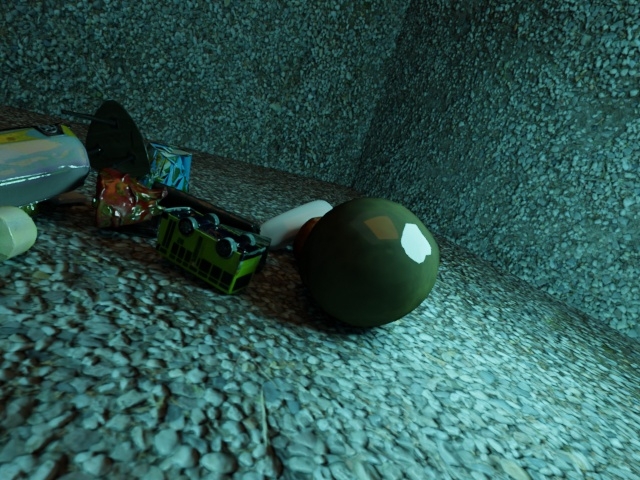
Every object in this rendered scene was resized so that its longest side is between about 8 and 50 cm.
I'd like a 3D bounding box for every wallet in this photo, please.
[{"bbox_3d":[-0.599,-0.090,1.383,0.172,0.045,0.318,9,19,-17],"label":"wallet"},{"bbox_3d":[-0.370,-0.081,1.433,0.377,0.051,0.197,23,-19,7],"label":"wallet"},{"bbox_3d":[-0.847,-0.152,1.351,0.182,0.032,0.124,19,15,11],"label":"wallet"}]

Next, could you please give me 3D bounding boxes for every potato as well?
[{"bbox_3d":[-0.825,-0.116,1.187,0.103,0.067,0.096,15,18,-17],"label":"potato"}]

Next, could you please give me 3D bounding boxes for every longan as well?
[{"bbox_3d":[0.122,0.053,1.161,0.404,0.336,0.404,-19,19,7],"label":"longan"}]

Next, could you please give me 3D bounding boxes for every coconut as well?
[{"bbox_3d":[-0.672,-0.011,0.885,0.116,0.116,0.122,17,11,-3],"label":"coconut"}]

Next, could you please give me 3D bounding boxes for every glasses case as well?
[{"bbox_3d":[-0.085,-0.058,1.548,0.296,0.075,0.113,-25,57,-18],"label":"glasses case"}]

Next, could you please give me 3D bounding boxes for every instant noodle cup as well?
[{"bbox_3d":[-0.667,-0.313,1.854,0.240,0.178,0.240,16,16,-5],"label":"instant noodle cup"}]

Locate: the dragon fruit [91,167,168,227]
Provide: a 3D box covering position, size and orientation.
[{"bbox_3d":[-0.562,-0.140,1.282,0.211,0.134,0.262,6,22,-29],"label":"dragon fruit"}]

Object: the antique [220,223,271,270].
[{"bbox_3d":[-0.251,0.017,1.317,0.182,0.086,0.088,16,14,-5],"label":"antique"}]

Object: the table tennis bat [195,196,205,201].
[{"bbox_3d":[-0.512,-0.107,1.624,0.107,0.119,0.170,-6,-19,27],"label":"table tennis bat"}]

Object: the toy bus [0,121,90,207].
[{"bbox_3d":[-0.783,-0.177,1.102,0.162,0.171,0.386,50,33,0],"label":"toy bus"}]

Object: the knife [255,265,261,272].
[{"bbox_3d":[-0.235,0.073,1.267,0.121,0.018,0.031,16,22,-3],"label":"knife"}]

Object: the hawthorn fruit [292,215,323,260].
[{"bbox_3d":[-0.004,0.010,1.448,0.173,0.179,0.173,42,7,-6],"label":"hawthorn fruit"}]

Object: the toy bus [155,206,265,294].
[{"bbox_3d":[-0.296,0.022,1.126,0.262,0.150,0.128,27,16,15],"label":"toy bus"}]

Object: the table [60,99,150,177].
[{"bbox_3d":[-0.868,-0.373,1.636,0.317,0.318,0.249,20,23,9],"label":"table"}]
